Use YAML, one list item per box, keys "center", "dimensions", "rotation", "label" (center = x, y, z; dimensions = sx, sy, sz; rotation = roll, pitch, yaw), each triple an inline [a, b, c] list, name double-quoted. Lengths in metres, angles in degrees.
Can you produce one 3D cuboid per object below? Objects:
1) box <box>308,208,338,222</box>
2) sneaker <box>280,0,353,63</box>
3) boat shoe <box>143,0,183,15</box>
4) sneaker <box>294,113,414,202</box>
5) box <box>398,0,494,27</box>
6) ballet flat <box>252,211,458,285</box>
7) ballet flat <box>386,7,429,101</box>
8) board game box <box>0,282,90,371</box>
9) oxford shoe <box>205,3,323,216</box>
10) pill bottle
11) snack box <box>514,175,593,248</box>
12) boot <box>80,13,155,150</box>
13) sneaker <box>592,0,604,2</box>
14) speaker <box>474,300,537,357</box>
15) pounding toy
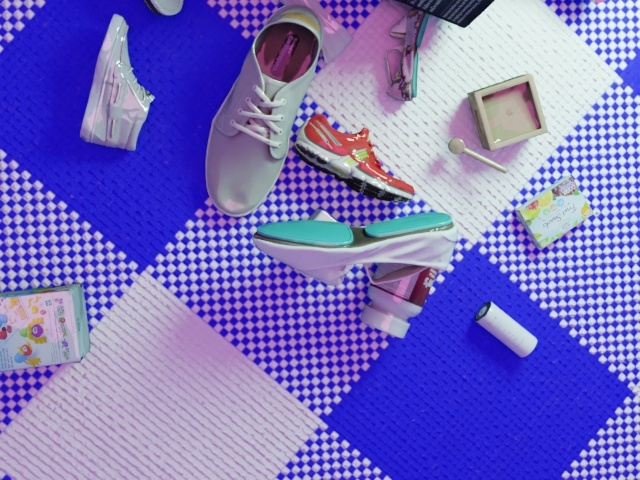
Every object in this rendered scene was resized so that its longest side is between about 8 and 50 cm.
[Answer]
- center: [0.000, 0.000, 1.683]
  dimensions: [0.087, 0.102, 0.101]
  rotation: [38, 89, -9]
  label: "box"
- center: [-0.038, -0.455, 1.674]
  dimensions: [0.212, 0.080, 0.094]
  rotation: [41, 99, -9]
  label: "sneaker"
- center: [-0.361, -0.585, 1.616]
  dimensions: [0.114, 0.091, 0.303]
  rotation: [-20, 96, -50]
  label: "boat shoe"
- center: [0.086, -0.172, 1.689]
  dimensions: [0.279, 0.107, 0.118]
  rotation: [29, 80, -10]
  label: "sneaker"
- center: [0.183, -0.743, 1.548]
  dimensions: [0.471, 0.297, 0.480]
  rotation: [20, 81, -9]
  label: "box"
- center: [0.070, 0.027, 1.579]
  dimensions: [0.400, 0.139, 0.139]
  rotation: [-4, 93, -3]
  label: "ballet flat"
- center: [0.178, -0.404, 1.708]
  dimensions: [0.079, 0.077, 0.222]
  rotation: [10, 92, 12]
  label: "ballet flat"
- center: [-0.606, 0.174, 1.591]
  dimensions: [0.275, 0.142, 0.144]
  rotation: [-6, 94, -7]
  label: "board game box"
- center: [-0.118, -0.256, 1.623]
  dimensions: [0.169, 0.130, 0.450]
  rotation: [22, 102, -9]
  label: "oxford shoe"
- center: [0.172, 0.084, 1.699]
  dimensions: [0.121, 0.121, 0.221]
  rotation: [23, 90, -8]
  label: "pill bottle"
- center: [0.510, -0.062, 1.779]
  dimensions: [0.141, 0.037, 0.100]
  rotation: [-34, 98, -5]
  label: "snack box"
- center: [-0.391, -0.310, 1.631]
  dimensions: [0.123, 0.095, 0.258]
  rotation: [14, 99, -14]
  label: "boot"
- center: [0.512, -0.604, 1.709]
  dimensions: [0.252, 0.111, 0.103]
  rotation: [40, 106, -22]
  label: "sneaker"
- center: [0.403, 0.194, 1.769]
  dimensions: [0.136, 0.055, 0.055]
  rotation: [38, 88, -8]
  label: "speaker"
- center: [0.365, -0.234, 1.730]
  dimensions: [0.206, 0.094, 0.181]
  rotation: [-18, 100, 3]
  label: "pounding toy"
